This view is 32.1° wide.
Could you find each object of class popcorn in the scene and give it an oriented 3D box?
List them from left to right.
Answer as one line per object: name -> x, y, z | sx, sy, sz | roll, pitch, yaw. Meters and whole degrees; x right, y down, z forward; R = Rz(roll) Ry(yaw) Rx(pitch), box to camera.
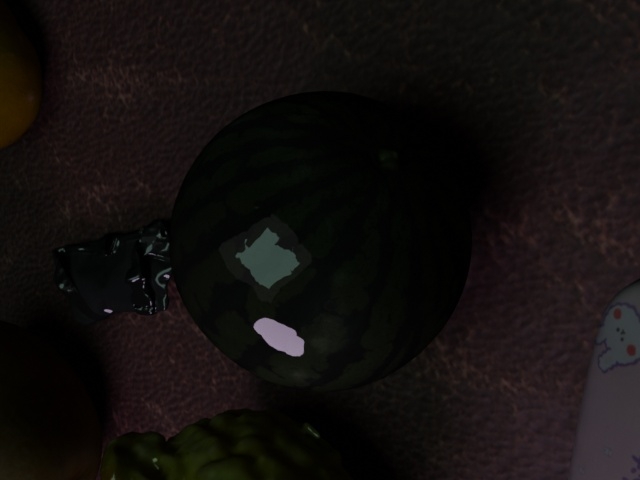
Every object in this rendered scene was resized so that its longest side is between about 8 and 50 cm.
popcorn -> -0.071, 0.251, 0.900 | 0.252, 0.206, 0.237 | 20, 85, 1

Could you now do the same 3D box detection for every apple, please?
apple -> -0.360, 0.212, 1.147 | 0.234, 0.257, 0.257 | 41, 130, 9

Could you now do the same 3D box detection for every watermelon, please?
watermelon -> 0.000, 0.000, 0.762 | 0.212, 0.212, 0.212 | 17, 115, 39

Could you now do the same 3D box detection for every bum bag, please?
bum bag -> -0.205, 0.035, 1.080 | 0.198, 0.049, 0.087 | -11, 92, 46

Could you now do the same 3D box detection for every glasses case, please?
glasses case -> 0.217, 0.161, 0.704 | 0.113, 0.075, 0.296 | 22, 118, 39

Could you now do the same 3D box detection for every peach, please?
peach -> -0.353, -0.169, 1.110 | 0.179, 0.103, 0.179 | 11, 108, 39
